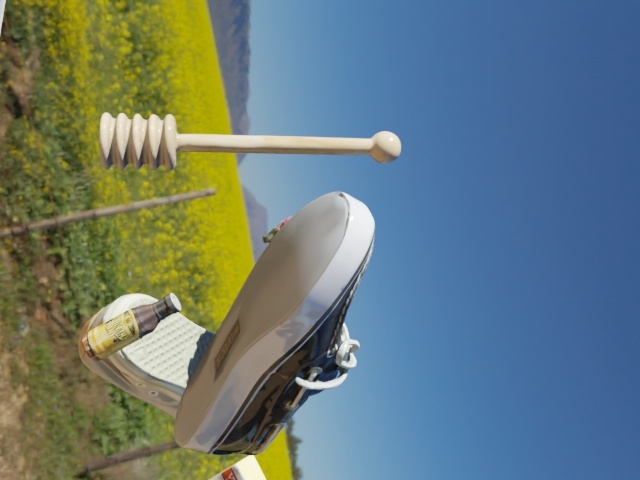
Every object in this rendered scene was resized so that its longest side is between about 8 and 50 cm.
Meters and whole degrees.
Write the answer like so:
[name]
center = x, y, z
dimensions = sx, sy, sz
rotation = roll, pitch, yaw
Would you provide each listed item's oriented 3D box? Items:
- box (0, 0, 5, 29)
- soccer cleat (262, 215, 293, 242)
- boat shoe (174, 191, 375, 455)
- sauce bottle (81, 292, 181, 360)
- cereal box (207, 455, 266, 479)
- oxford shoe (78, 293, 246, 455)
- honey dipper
[box]
center = -0.170, -0.177, 0.258
dimensions = 0.103, 0.114, 0.203
rotation = 52, -51, 44
[soccer cleat]
center = 0.000, 0.000, 1.113
dimensions = 0.331, 0.143, 0.116
rotation = -163, -127, -76
[boat shoe]
center = -0.023, 0.092, 0.625
dimensions = 0.306, 0.105, 0.113
rotation = -58, -154, 25
[sauce bottle]
center = -0.237, 0.106, 0.891
dimensions = 0.042, 0.128, 0.042
rotation = 59, 3, -5
[cereal box]
center = -0.153, 0.451, 1.063
dimensions = 0.173, 0.240, 0.047
rotation = 60, 26, 11
[oxford shoe]
center = -0.225, 0.227, 1.174
dimensions = 0.449, 0.130, 0.169
rotation = 48, 43, -43
[honey dipper]
center = -0.035, -0.051, 0.382
dimensions = 0.030, 0.160, 0.030
rotation = -179, -90, -81
